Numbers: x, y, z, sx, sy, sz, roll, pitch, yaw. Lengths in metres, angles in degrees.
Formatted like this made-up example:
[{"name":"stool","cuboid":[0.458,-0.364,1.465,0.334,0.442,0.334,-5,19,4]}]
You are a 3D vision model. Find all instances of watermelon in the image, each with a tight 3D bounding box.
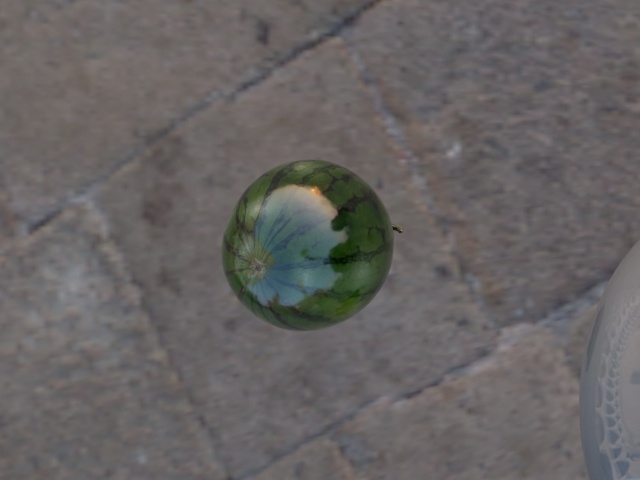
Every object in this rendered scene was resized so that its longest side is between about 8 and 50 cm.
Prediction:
[{"name":"watermelon","cuboid":[-0.006,0.001,1.108,0.109,0.109,0.109,2,94,30]}]

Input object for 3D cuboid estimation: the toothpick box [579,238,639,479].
[{"name":"toothpick box","cuboid":[0.256,0.062,0.861,0.316,0.229,0.229,-2,92,47]}]
